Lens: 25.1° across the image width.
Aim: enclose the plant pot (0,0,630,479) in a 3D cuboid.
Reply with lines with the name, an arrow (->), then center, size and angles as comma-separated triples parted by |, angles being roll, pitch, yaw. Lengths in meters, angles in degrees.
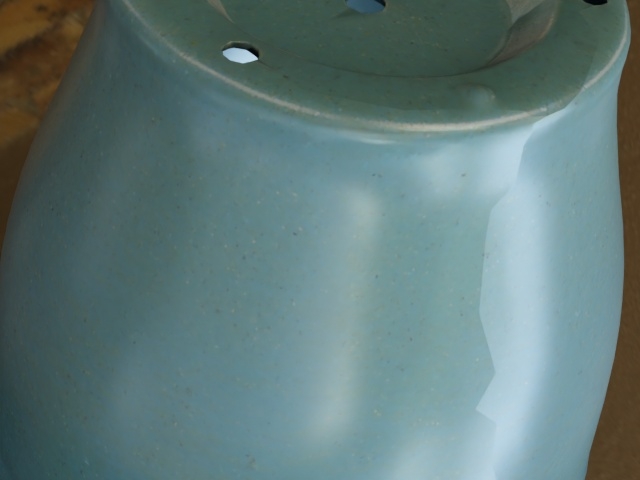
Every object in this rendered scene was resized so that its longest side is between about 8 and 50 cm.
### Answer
plant pot -> 0.000, 0.000, 0.564 | 0.271, 0.255, 0.272 | 6, -138, -5
